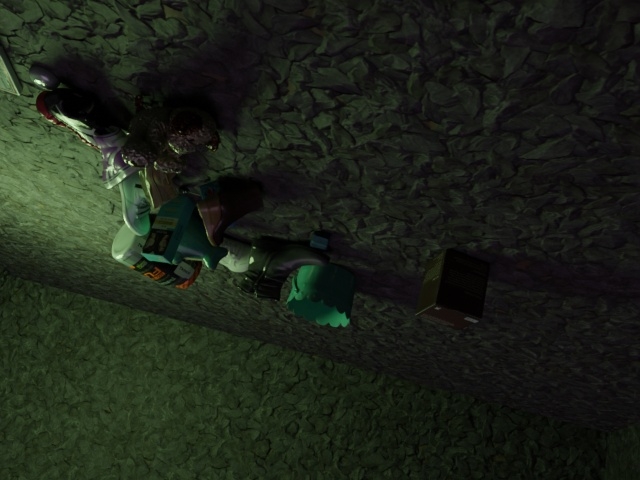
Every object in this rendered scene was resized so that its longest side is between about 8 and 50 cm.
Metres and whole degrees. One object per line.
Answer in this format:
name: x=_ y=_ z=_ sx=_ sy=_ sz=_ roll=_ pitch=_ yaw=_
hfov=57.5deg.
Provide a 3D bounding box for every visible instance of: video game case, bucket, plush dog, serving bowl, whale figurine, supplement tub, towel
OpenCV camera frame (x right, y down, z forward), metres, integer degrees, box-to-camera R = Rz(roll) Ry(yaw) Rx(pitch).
video game case: x=-0.999 y=-0.516 z=1.626 sx=0.285 sy=0.025 sz=0.204 roll=18 pitch=156 yaw=-4
bucket: x=0.010 y=0.216 z=2.360 sx=0.281 sy=0.183 sz=0.281 roll=14 pitch=155 yaw=7
plush dog: x=-0.388 y=-0.297 z=1.570 sx=0.225 sy=0.211 sz=0.262 roll=-4 pitch=180 yaw=12
serving bowl: x=-0.773 y=-0.447 z=1.626 sx=0.083 sy=0.027 sz=0.083 roll=14 pitch=157 yaw=6
whale figurine: x=-0.479 y=-0.003 z=2.177 sx=0.272 sy=0.216 sz=0.141 roll=32 pitch=151 yaw=13
supplement tub: x=-0.674 y=0.059 z=2.435 sx=0.207 sy=0.207 sz=0.338 roll=-9 pitch=146 yaw=44
towel: x=0.000 y=0.000 z=2.088 sx=0.067 sy=0.029 sz=0.119 roll=17 pitch=157 yaw=-1

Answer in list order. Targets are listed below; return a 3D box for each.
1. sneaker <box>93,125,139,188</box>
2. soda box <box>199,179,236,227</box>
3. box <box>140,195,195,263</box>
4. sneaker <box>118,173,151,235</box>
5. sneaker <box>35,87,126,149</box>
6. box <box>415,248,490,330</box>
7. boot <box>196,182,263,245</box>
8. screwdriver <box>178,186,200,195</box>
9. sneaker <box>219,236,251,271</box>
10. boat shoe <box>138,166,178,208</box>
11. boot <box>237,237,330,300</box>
sneaker: x=-0.604 y=-0.252 z=1.710 sx=0.282 sy=0.102 sz=0.161 roll=-15 pitch=112 yaw=55
soda box: x=-0.348 y=-0.114 z=1.987 sx=0.067 sy=0.071 sz=0.210 roll=-21 pitch=154 yaw=-6
box: x=-0.541 y=-0.043 z=2.079 sx=0.100 sy=0.244 sz=0.060 roll=6 pitch=154 yaw=22
sneaker: x=-0.607 y=-0.121 z=2.038 sx=0.151 sy=0.094 sz=0.256 roll=8 pitch=124 yaw=19
sneaker: x=-0.664 y=-0.348 z=1.681 sx=0.135 sy=0.098 sz=0.276 roll=-13 pitch=147 yaw=38
box: x=0.440 y=0.165 z=1.946 sx=0.168 sy=0.203 sz=0.167 roll=21 pitch=156 yaw=-8
boot: x=-0.283 y=-0.079 z=1.920 sx=0.206 sy=0.090 sz=0.248 roll=-18 pitch=150 yaw=-9
screwdriver: x=-0.438 y=-0.160 z=1.971 sx=0.170 sy=0.024 sz=0.025 roll=21 pitch=149 yaw=49
sneaker: x=-0.383 y=0.042 z=2.321 sx=0.305 sy=0.114 sz=0.152 roll=9 pitch=156 yaw=16
boat shoe: x=-0.512 y=-0.236 z=1.826 sx=0.122 sy=0.110 sz=0.341 roll=56 pitch=158 yaw=22
boot: x=-0.134 y=0.127 z=2.194 sx=0.338 sy=0.223 sz=0.118 roll=7 pitch=165 yaw=25
